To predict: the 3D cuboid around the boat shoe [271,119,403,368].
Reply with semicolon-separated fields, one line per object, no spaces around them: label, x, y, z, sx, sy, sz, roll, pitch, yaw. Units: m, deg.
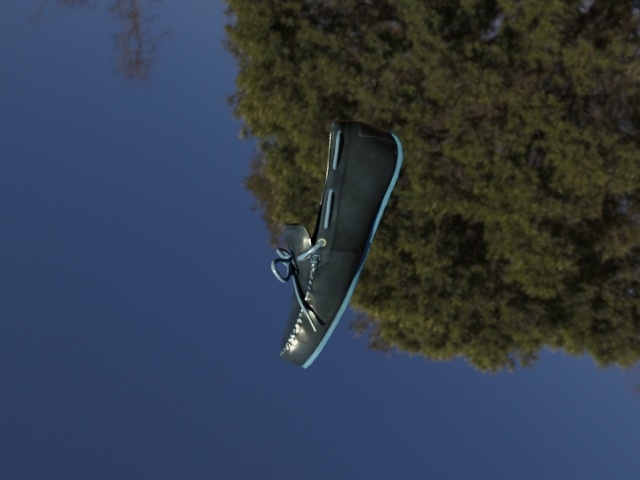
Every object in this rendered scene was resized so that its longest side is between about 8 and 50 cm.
boat shoe;0.000;0.000;0.842;0.089;0.258;0.109;21;175;-11
